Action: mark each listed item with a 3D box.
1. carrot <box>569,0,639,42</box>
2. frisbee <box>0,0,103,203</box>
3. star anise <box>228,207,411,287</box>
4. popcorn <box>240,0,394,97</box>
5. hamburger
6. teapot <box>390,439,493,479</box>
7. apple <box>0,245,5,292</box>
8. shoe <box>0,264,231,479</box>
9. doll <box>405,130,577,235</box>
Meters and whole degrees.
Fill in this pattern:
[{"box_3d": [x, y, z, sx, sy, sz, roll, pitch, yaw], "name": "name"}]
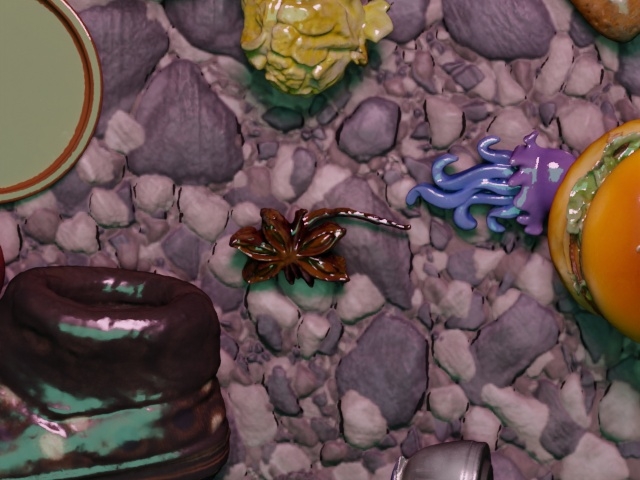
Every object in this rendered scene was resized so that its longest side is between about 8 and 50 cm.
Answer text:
[{"box_3d": [0.227, -0.317, 1.935, 0.298, 0.078, 0.078, 40, 93, 2], "name": "carrot"}, {"box_3d": [-0.353, -0.161, 1.967, 0.251, 0.021, 0.250, 0, 93, -1], "name": "frisbee"}, {"box_3d": [0.000, 0.000, 1.957, 0.191, 0.070, 0.097, 1, 121, -1], "name": "star anise"}, {"box_3d": [-0.012, -0.216, 1.906, 0.162, 0.135, 0.141, 21, 77, 7], "name": "popcorn"}, {"box_3d": [0.356, -0.005, 1.876, 0.246, 0.170, 0.246, -6, 109, -17], "name": "hamburger"}, {"box_3d": [0.127, 0.272, 1.968, 0.108, 0.149, 0.111, 4, 55, 14], "name": "teapot"}, {"box_3d": [-0.403, 0.029, 1.919, 0.153, 0.153, 0.120, -37, 56, 2], "name": "apple"}, {"box_3d": [-0.288, 0.146, 1.906, 0.384, 0.171, 0.237, -6, 103, -1], "name": "shoe"}, {"box_3d": [0.189, -0.059, 1.954, 0.206, 0.067, 0.110, -3, 108, 11], "name": "doll"}]
